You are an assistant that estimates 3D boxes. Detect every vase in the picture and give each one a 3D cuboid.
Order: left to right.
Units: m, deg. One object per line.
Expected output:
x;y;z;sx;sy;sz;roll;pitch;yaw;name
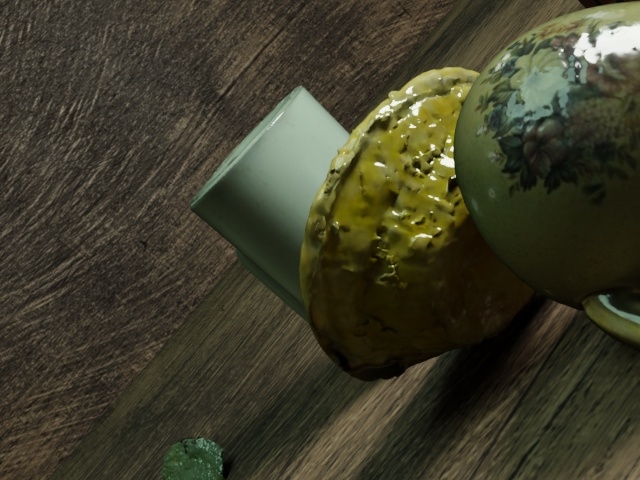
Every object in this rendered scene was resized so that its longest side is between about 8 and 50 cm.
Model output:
0.274;-0.058;0.764;0.302;0.241;0.329;-35;47;32;vase

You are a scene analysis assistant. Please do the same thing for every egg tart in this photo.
0.129;-0.002;1.000;0.132;0.341;0.341;27;71;43;egg tart

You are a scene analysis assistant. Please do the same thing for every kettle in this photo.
0.000;0.004;1.283;0.265;0.318;0.205;-44;11;23;kettle

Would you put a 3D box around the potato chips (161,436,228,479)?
-0.201;0.368;1.487;0.167;0.059;0.228;-53;15;5;potato chips

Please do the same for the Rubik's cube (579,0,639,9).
0.445;-0.496;1.396;0.301;0.304;0.305;-46;12;9;Rubik's cube
